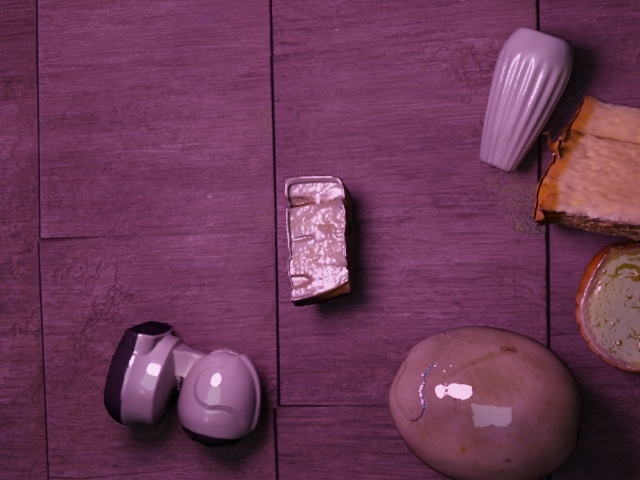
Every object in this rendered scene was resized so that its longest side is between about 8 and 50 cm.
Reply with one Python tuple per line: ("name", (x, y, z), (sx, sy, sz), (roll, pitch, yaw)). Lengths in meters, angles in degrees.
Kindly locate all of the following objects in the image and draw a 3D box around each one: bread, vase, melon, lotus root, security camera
("bread", (0.479, -0.129, 1.651), (0.248, 0.315, 0.279), (15, 85, 14))
("vase", (0.349, -0.241, 1.781), (0.128, 0.128, 0.248), (22, 104, 14))
("bread", (0.547, 0.112, 1.741), (0.236, 0.070, 0.236), (0, 89, 16))
("melon", (0.270, 0.277, 1.711), (0.330, 0.268, 0.268), (5, 90, 20))
("lotus root", (0.000, 0.000, 1.858), (0.119, 0.138, 0.234), (-5, 87, 10))
("security camera", (-0.241, 0.275, 1.897), (0.277, 0.197, 0.191), (14, 93, 6))
